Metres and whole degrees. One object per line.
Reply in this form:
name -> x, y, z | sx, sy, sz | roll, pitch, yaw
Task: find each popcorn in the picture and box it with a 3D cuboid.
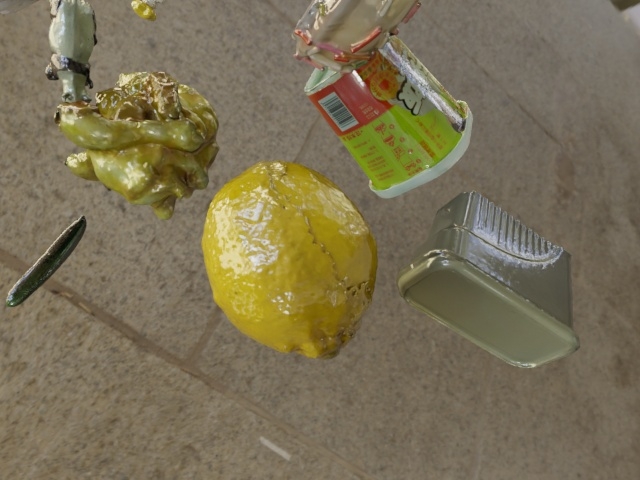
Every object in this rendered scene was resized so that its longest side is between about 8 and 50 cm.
popcorn -> -0.365, -0.195, 1.182 | 0.290, 0.326, 0.321 | 54, 12, -20

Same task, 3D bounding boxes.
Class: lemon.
lemon -> -0.037, 0.021, 0.693 | 0.204, 0.204, 0.260 | -12, 71, -40

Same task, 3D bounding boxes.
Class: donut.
donut -> 0.098, -0.451, 0.986 | 0.143, 0.383, 0.382 | 34, 53, -14

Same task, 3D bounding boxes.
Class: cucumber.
cucumber -> -0.680, 0.053, 1.445 | 0.056, 0.056, 0.284 | 40, 66, -15

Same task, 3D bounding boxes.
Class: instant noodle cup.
instant noodle cup -> 0.143, -0.299, 1.283 | 0.308, 0.294, 0.293 | 45, 49, -25

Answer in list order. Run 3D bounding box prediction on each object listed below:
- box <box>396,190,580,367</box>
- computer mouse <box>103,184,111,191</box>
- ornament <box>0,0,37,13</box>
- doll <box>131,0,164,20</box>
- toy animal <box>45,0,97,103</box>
box -> 0.261, 0.054, 0.882 | 0.274, 0.138, 0.178 | 33, 50, -13
computer mouse -> -0.474, -0.259, 1.370 | 0.087, 0.168, 0.295 | 15, 83, -14
ornament -> -0.459, -0.458, 0.776 | 0.239, 0.239, 0.239 | -75, 146, -63
doll -> -0.476, -0.681, 1.642 | 0.071, 0.135, 0.113 | 38, 73, -38
toy animal -> -0.482, -0.363, 1.122 | 0.094, 0.121, 0.224 | 3, 102, -28
